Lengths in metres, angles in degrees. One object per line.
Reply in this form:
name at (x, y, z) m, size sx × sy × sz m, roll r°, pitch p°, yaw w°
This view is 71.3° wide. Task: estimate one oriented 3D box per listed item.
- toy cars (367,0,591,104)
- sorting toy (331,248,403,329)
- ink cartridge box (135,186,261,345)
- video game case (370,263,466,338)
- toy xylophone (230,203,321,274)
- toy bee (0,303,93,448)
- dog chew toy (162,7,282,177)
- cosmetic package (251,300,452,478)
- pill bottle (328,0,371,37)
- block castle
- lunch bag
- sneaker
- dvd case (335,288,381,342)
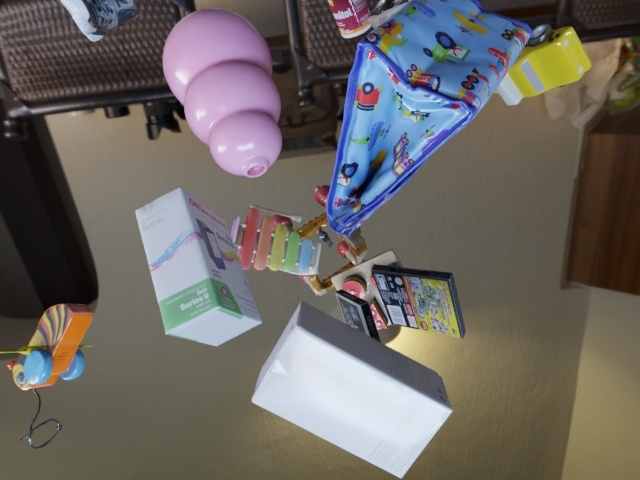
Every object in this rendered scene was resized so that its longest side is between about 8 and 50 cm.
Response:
toy cars at (0.234, -0.322, 0.755) m, size 0.394 × 0.176 × 0.087 m, roll 32°, pitch -98°, yaw 19°
sorting toy at (0.202, 0.202, 1.600) m, size 0.256 × 0.257 × 0.089 m, roll -27°, pitch -170°, yaw 19°
ink cartridge box at (-0.192, 0.045, 0.709) m, size 0.093 × 0.154 × 0.212 m, roll -28°, pitch -114°, yaw 5°
video game case at (0.307, 0.189, 1.391) m, size 0.249 × 0.274 × 0.035 m, roll 5°, pitch -134°, yaw 34°
toy xylophone at (-0.151, -0.004, 1.464) m, size 0.323 × 0.235 × 0.081 m, roll 10°, pitch 163°, yaw -29°
toy bee at (-0.616, 0.262, 0.969) m, size 0.162 × 0.195 × 0.298 m, roll 18°, pitch -112°, yaw 26°
dog chew toy at (-0.169, -0.265, 0.836) m, size 0.207 × 0.206 × 0.331 m, roll -14°, pitch -111°, yaw -18°
cosmetic package at (0.067, 0.331, 1.008) m, size 0.385 × 0.217 × 0.156 m, roll 31°, pitch -166°, yaw -4°
pill bottle at (0.064, -0.584, 1.085) m, size 0.086 × 0.152 × 0.086 m, roll -18°, pitch -139°, yaw 16°
block castle at (0.000, 0.000, 1.877) m, size 0.303 × 0.453 × 0.212 m, roll -33°, pitch -130°, yaw -7°
lunch bag at (0.105, -0.145, 0.590) m, size 0.138 × 0.293 × 0.221 m, roll 36°, pitch -125°, yaw 6°
sneaker at (-0.549, -0.590, 1.120) m, size 0.153 × 0.101 × 0.269 m, roll -34°, pitch -158°, yaw -8°
dvd case at (0.109, 0.236, 1.232) m, size 0.030 × 0.179 × 0.239 m, roll -20°, pitch -174°, yaw -13°
